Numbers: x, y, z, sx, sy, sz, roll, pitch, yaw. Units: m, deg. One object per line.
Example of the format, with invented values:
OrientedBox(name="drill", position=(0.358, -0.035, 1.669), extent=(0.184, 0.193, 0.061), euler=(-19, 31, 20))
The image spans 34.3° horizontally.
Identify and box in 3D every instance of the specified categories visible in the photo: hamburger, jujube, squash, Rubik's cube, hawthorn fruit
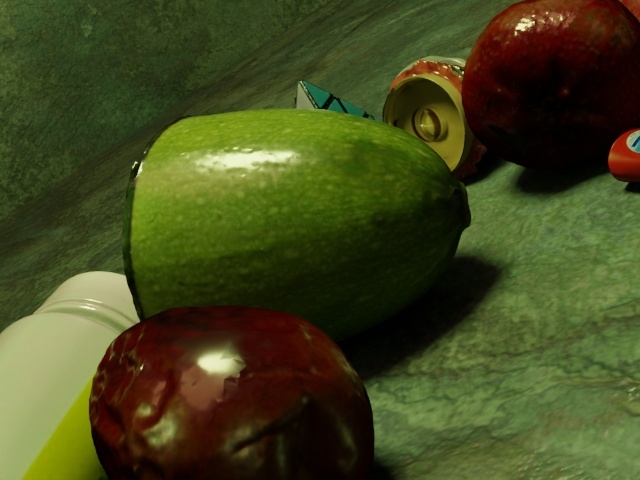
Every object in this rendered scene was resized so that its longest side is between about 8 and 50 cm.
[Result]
OrientedBox(name="hamburger", position=(0.179, -0.173, 1.417), extent=(0.175, 0.175, 0.137), euler=(-8, 17, 48))
OrientedBox(name="jujube", position=(-0.089, 0.156, 0.921), extent=(0.223, 0.223, 0.318), euler=(-39, 21, -22))
OrientedBox(name="squash", position=(-0.003, -0.007, 1.119), extent=(0.309, 0.310, 0.310), euler=(-7, 29, 31))
OrientedBox(name="Rubik's cube", position=(0.031, -0.105, 1.638), extent=(0.190, 0.211, 0.178), euler=(-58, 33, 23))
OrientedBox(name="hawthorn fruit", position=(0.296, -0.199, 1.256), extent=(0.230, 0.210, 0.266), euler=(-35, 1, 31))

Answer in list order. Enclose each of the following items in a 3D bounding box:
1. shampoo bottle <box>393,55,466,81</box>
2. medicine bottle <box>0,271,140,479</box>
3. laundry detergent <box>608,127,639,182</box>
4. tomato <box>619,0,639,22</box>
OrientedBox(name="shampoo bottle", position=(0.204, -0.278, 1.784), extent=(0.108, 0.051, 0.221), euler=(-32, 19, -8))
OrientedBox(name="medicine bottle", position=(-0.291, 0.206, 1.094), extent=(0.214, 0.213, 0.378), euler=(-22, 22, 25))
OrientedBox(name="laundry detergent", position=(0.389, -0.095, 1.079), extent=(0.097, 0.049, 0.165), euler=(-39, 23, -31))
OrientedBox(name="tomato", position=(0.433, -0.305, 1.373), extent=(0.187, 0.151, 0.187), euler=(-32, 21, 13))
